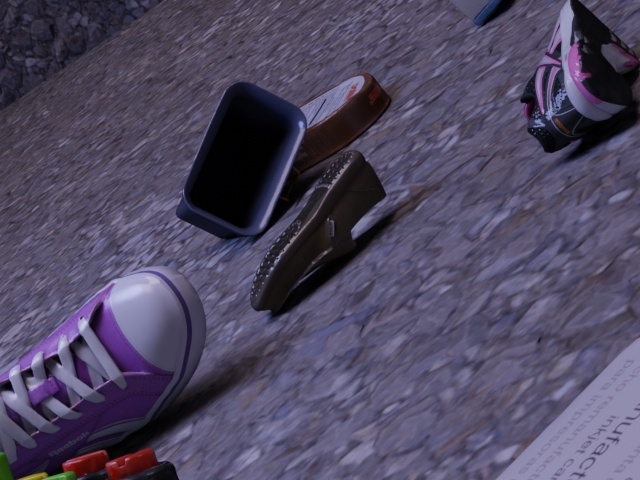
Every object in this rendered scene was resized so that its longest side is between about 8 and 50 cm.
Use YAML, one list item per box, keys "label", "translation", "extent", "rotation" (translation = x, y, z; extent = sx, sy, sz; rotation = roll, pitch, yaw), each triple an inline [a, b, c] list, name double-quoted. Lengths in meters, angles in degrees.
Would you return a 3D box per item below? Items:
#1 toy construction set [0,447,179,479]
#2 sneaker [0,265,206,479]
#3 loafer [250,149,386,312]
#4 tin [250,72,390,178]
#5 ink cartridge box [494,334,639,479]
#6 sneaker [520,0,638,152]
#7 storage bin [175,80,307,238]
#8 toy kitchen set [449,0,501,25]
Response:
- label: "toy construction set"
  translation: [-0.187, 0.204, 1.066]
  extent: [0.215, 0.151, 0.327]
  rotation: [-17, 15, -22]
- label: "sneaker"
  translation: [-0.211, 0.127, 1.375]
  extent: [0.282, 0.102, 0.161]
  rotation: [-42, -13, 28]
- label: "loafer"
  translation: [0.000, 0.000, 1.446]
  extent: [0.148, 0.050, 0.056]
  rotation: [-54, 12, 0]
- label: "tin"
  translation: [-0.016, -0.101, 1.809]
  extent: [0.189, 0.040, 0.106]
  rotation: [-29, 22, 31]
- label: "ink cartridge box"
  translation: [0.207, 0.082, 0.556]
  extent: [0.226, 0.131, 0.306]
  rotation: [-42, 14, -16]
- label: "sneaker"
  translation: [0.177, -0.118, 1.350]
  extent: [0.077, 0.072, 0.178]
  rotation: [-43, 6, 23]
- label: "storage bin"
  translation: [-0.075, -0.064, 1.720]
  extent: [0.135, 0.098, 0.091]
  rotation: [-68, 13, -17]
- label: "toy kitchen set"
  translation: [0.226, -0.313, 1.792]
  extent: [0.207, 0.122, 0.166]
  rotation: [-52, 4, 37]
